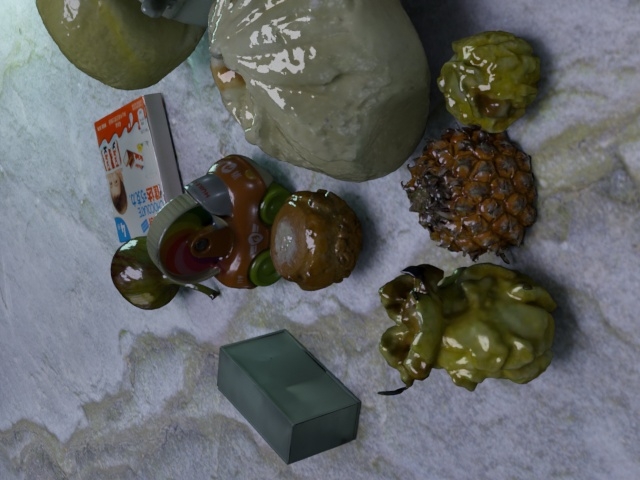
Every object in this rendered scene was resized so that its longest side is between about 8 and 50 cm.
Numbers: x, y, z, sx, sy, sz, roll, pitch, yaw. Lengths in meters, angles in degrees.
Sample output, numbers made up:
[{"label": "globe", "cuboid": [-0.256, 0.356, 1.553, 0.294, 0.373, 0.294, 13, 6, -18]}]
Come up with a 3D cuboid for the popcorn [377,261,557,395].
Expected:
[{"label": "popcorn", "cuboid": [0.174, 0.106, 1.217, 0.168, 0.195, 0.173, 53, 137, 44]}]

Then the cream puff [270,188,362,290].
[{"label": "cream puff", "cuboid": [0.000, 0.000, 1.519, 0.165, 0.115, 0.150, -153, 64, -61]}]

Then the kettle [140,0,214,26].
[{"label": "kettle", "cuboid": [-0.130, -0.457, 1.365, 0.250, 0.361, 0.376, 36, 143, -11]}]

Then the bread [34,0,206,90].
[{"label": "bread", "cuboid": [-0.339, -0.405, 1.721, 0.237, 0.320, 0.320, -35, 70, 33]}]

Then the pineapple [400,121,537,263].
[{"label": "pineapple", "cuboid": [0.156, -0.051, 1.242, 0.176, 0.137, 0.161, 62, 144, 23]}]

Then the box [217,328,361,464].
[{"label": "box", "cuboid": [-0.055, 0.248, 1.678, 0.225, 0.129, 0.086, 38, 131, 45]}]

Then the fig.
[{"label": "fig", "cuboid": [-0.297, 0.075, 1.999, 0.245, 0.149, 0.149, 12, 112, 42]}]

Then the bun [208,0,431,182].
[{"label": "bun", "cuboid": [-0.020, -0.228, 1.300, 0.352, 0.227, 0.349, 52, 164, 54]}]

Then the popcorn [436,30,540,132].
[{"label": "popcorn", "cuboid": [0.189, -0.179, 1.177, 0.120, 0.106, 0.116, -5, 88, 57]}]

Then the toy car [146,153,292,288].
[{"label": "toy car", "cuboid": [-0.173, -0.020, 1.680, 0.145, 0.235, 0.235, 39, 132, 43]}]

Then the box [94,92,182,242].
[{"label": "box", "cuboid": [-0.363, -0.138, 2.083, 0.273, 0.048, 0.265, -12, 91, 57]}]
